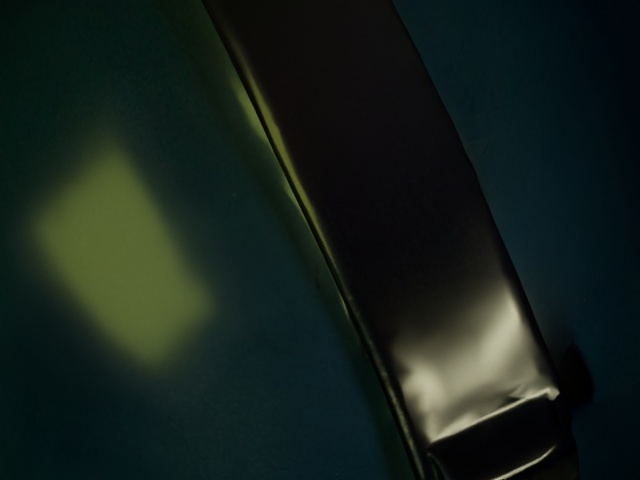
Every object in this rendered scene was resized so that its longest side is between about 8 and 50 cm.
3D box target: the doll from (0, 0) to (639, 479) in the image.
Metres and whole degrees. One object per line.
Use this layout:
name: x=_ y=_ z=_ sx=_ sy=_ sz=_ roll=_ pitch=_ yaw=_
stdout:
doll: x=0.000 y=0.000 z=0.566 sx=0.310 sy=0.240 sz=0.284 roll=111 pitch=135 yaw=-76
